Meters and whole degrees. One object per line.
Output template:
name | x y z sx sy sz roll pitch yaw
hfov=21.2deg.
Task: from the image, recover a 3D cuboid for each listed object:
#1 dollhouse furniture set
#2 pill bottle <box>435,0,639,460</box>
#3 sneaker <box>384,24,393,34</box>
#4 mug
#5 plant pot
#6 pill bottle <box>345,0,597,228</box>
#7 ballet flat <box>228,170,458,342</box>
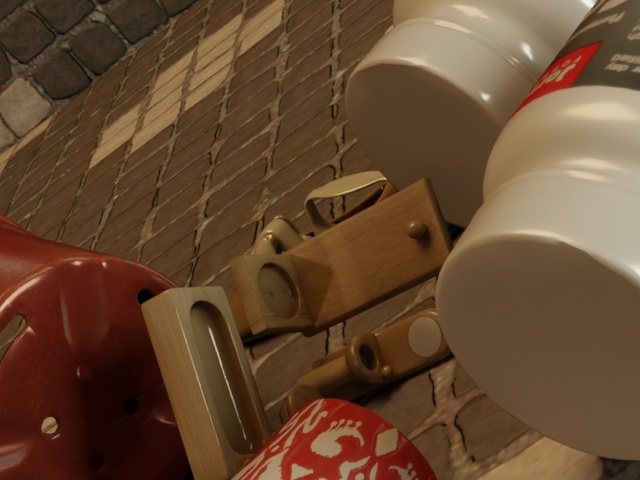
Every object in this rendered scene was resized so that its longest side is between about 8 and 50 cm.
dollhouse furniture set | 0.000 0.052 0.998 0.123 0.144 0.151 -28 -16 33
pill bottle | 0.178 -0.043 0.828 0.161 0.161 0.283 -19 26 50
sneaker | 0.132 -0.149 1.330 0.236 0.095 0.104 -34 25 15
mug | -0.034 0.167 0.840 0.150 0.113 0.169 -15 26 51
plant pot | -0.211 0.106 1.150 0.272 0.272 0.265 -48 27 -25
pill bottle | 0.168 -0.166 1.119 0.334 0.188 0.188 -49 19 -27
ballet flat | 0.000 0.000 1.247 0.232 0.073 0.080 -29 19 32
